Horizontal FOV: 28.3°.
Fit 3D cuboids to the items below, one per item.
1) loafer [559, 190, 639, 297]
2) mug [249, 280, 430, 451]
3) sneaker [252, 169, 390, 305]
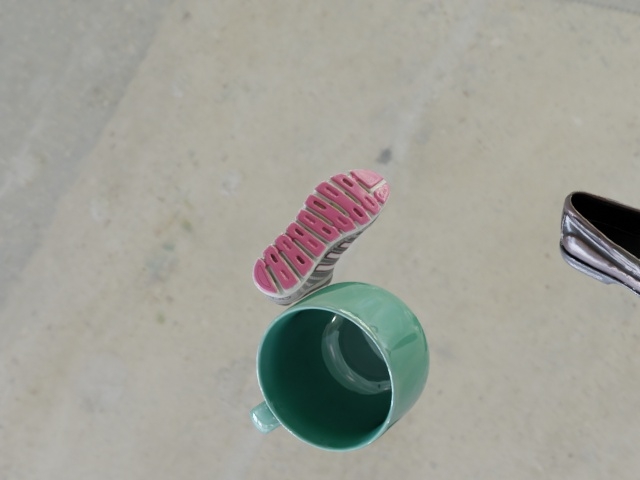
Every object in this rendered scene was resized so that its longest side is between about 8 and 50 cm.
[{"bbox_3d":[0.422,0.019,1.554,0.302,0.095,0.109,21,53,37],"label":"loafer"},{"bbox_3d":[0.014,0.099,1.071,0.157,0.097,0.130,2,107,31],"label":"mug"},{"bbox_3d":[0.000,0.000,1.225,0.063,0.075,0.170,38,69,15],"label":"sneaker"}]
